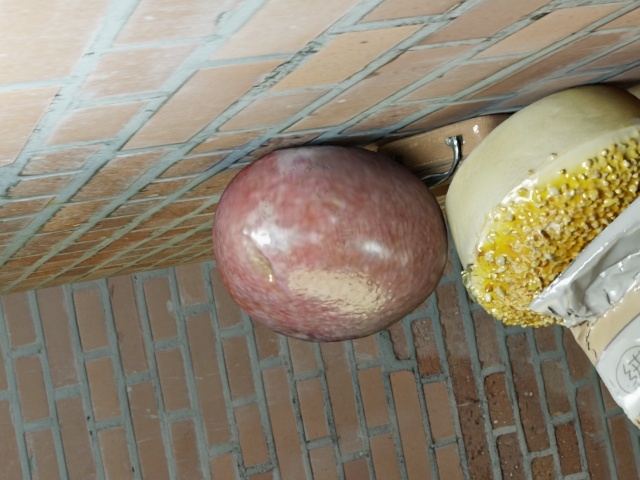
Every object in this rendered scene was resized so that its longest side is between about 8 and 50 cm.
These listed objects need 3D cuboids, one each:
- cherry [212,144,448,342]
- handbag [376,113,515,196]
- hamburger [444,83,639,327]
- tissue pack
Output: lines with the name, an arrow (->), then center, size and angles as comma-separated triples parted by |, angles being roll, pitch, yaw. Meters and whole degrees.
cherry -> 0.000, 0.000, 1.471 | 0.261, 0.221, 0.307 | -15, 162, 30
handbag -> 0.167, -0.099, 1.569 | 0.193, 0.072, 0.151 | -11, 177, 40
hamburger -> 0.282, -0.031, 1.443 | 0.302, 0.170, 0.302 | -20, 150, -12
tissue pack -> 0.370, 0.020, 1.256 | 0.305, 0.238, 0.238 | -45, 165, 17
